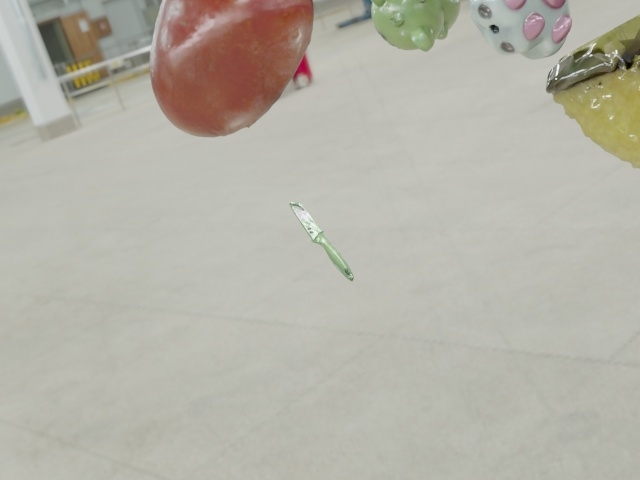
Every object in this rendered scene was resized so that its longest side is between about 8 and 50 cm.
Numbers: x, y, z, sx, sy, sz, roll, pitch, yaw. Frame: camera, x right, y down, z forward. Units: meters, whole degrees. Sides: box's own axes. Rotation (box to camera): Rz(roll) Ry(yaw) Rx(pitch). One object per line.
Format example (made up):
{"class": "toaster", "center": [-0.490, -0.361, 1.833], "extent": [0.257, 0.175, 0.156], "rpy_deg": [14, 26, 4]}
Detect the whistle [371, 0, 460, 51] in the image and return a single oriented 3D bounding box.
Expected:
{"class": "whistle", "center": [0.123, -0.294, 1.209], "extent": [0.085, 0.105, 0.227], "rpy_deg": [-44, 1, 29]}

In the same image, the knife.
{"class": "knife", "center": [0.000, 0.000, 1.684], "extent": [0.030, 0.014, 0.207], "rpy_deg": [-20, 53, -23]}

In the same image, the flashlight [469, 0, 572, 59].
{"class": "flashlight", "center": [0.174, -0.211, 0.683], "extent": [0.047, 0.093, 0.200], "rpy_deg": [-1, 44, 53]}

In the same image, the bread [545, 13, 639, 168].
{"class": "bread", "center": [0.328, -0.125, 0.704], "extent": [0.262, 0.163, 0.204], "rpy_deg": [-10, 21, 45]}

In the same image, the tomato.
{"class": "tomato", "center": [-0.099, -0.179, 0.877], "extent": [0.166, 0.174, 0.082], "rpy_deg": [23, 10, 33]}
